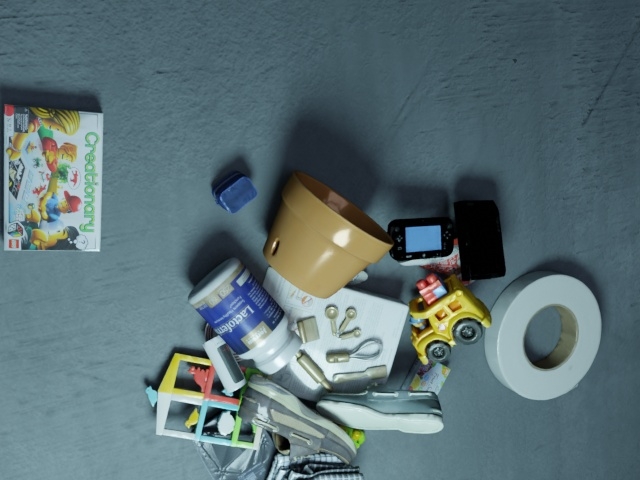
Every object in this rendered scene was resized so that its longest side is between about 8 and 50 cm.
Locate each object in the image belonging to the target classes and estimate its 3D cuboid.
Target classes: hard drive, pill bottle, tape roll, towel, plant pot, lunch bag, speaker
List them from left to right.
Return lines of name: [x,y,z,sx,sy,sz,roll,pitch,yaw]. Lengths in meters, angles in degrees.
speaker: [-0.230,0.294,1.434,0.055,0.055,0.136,-27,86,-15]
lunch bag: [-0.209,-0.113,1.423,0.098,0.065,0.067,-39,124,-12]
hard drive: [-0.207,0.541,1.525,0.172,0.054,0.255,-31,106,-14]
pill bottle: [-0.173,0.182,1.415,0.153,0.153,0.265,-42,101,-10]
towel: [-0.032,0.686,1.537,0.235,0.121,0.284,12,107,-31]
plant pot: [0.000,0.000,1.420,0.291,0.291,0.203,31,103,-22]
tape roll: [0.675,0.286,1.806,0.392,0.072,0.392,-3,99,-20]

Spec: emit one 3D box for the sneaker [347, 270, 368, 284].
sneaker: [0.067,0.092,1.558,0.135,0.058,0.052,8,95,-22]

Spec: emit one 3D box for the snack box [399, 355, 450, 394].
snack box: [0.294,0.404,1.700,0.100,0.037,0.141,29,87,-23]

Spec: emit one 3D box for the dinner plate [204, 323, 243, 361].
dinner plate: [-0.218,0.231,1.489,0.141,0.017,0.141,0,91,-18]

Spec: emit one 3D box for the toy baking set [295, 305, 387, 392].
toy baking set: [0.048,0.284,1.512,0.196,0.030,0.256,-37,96,-1]

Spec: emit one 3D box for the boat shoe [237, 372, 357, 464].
boat shoe: [-0.063,0.461,1.461,0.355,0.132,0.130,40,73,-21]

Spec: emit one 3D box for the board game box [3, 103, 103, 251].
board game box: [-0.573,-0.129,1.290,0.193,0.053,0.305,1,98,-21]

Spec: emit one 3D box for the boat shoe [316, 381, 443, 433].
boat shoe: [0.150,0.415,1.516,0.319,0.099,0.116,7,141,1]

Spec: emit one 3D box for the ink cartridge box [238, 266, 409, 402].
ink cartridge box: [0.005,0.260,1.568,0.385,0.091,0.308,16,93,-5]

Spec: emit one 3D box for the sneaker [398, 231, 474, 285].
sneaker: [0.341,0.067,1.639,0.270,0.090,0.145,-17,101,-20]

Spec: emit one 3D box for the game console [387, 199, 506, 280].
game console: [0.329,0.005,1.553,0.361,0.044,0.213,-4,85,-27]

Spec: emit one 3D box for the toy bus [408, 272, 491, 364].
toy bus: [0.308,0.191,1.595,0.220,0.149,0.211,-37,105,16]

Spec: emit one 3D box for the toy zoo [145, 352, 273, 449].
toy zoo: [-0.275,0.386,1.449,0.293,0.030,0.192,15,76,-14]

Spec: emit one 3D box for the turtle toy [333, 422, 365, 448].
turtle toy: [0.066,0.530,1.618,0.130,0.066,0.095,23,113,-24]
